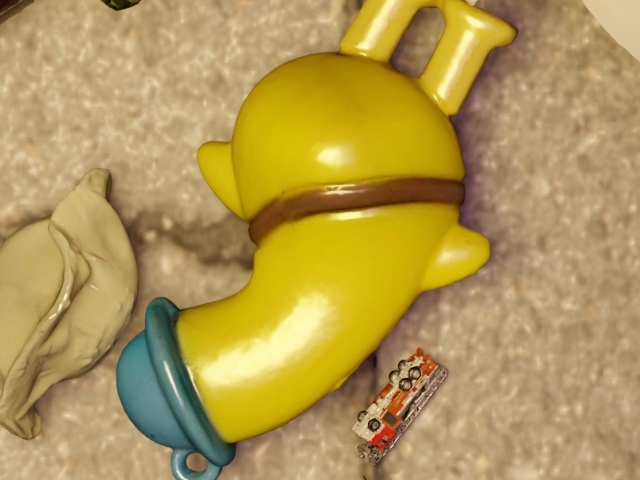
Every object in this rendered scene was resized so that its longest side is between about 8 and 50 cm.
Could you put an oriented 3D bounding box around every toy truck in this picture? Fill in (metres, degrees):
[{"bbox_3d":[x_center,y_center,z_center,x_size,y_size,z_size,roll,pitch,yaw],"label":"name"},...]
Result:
[{"bbox_3d":[0.050,0.112,1.320,0.032,0.024,0.083,41,86,-30],"label":"toy truck"}]

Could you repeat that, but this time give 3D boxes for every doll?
[{"bbox_3d":[0.000,0.000,1.261,0.199,0.145,0.363,29,93,13],"label":"doll"}]

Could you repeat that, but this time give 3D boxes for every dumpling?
[{"bbox_3d":[-0.170,0.035,1.259,0.100,0.134,0.169,41,86,-1],"label":"dumpling"}]

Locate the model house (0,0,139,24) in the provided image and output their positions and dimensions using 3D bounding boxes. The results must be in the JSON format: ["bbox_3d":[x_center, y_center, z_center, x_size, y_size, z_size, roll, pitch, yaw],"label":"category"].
[{"bbox_3d":[-0.238,-0.234,1.240,0.154,0.207,0.294,-36,94,16],"label":"model house"}]

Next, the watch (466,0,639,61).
[{"bbox_3d":[0.222,-0.189,1.236,0.231,0.196,0.244,45,49,-4],"label":"watch"}]
